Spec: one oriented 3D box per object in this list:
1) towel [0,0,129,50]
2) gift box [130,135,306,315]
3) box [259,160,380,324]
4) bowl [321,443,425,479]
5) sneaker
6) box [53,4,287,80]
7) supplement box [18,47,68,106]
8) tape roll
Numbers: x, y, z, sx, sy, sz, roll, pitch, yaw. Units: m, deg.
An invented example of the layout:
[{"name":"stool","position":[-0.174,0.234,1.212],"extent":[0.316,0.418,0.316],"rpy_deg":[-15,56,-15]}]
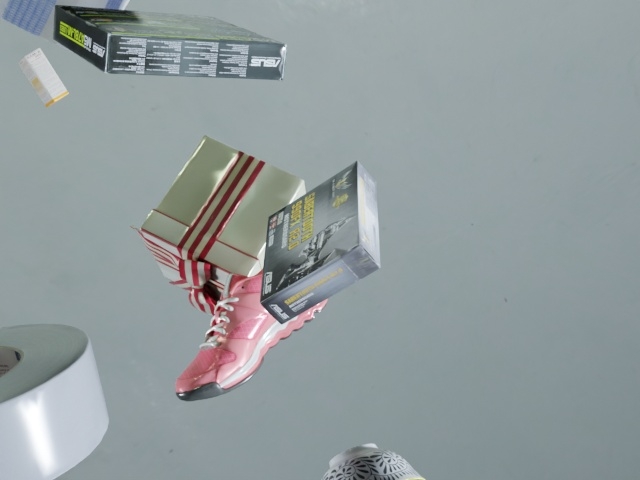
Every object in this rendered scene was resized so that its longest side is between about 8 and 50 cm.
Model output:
[{"name":"towel","position":[-0.367,-0.337,1.253],"extent":[0.285,0.209,0.034],"rpy_deg":[26,57,-17]},{"name":"gift box","position":[-0.191,-0.009,1.957],"extent":[0.276,0.255,0.258],"rpy_deg":[22,68,18]},{"name":"box","position":[0.000,0.000,1.572],"extent":[0.183,0.231,0.056],"rpy_deg":[-32,119,22]},{"name":"bowl","position":[0.061,0.347,1.511],"extent":[0.170,0.170,0.080],"rpy_deg":[-26,66,8]},{"name":"sneaker","position":[-0.132,0.127,1.640],"extent":[0.314,0.116,0.136],"rpy_deg":[-42,107,-33]},{"name":"box","position":[-0.158,-0.204,1.068],"extent":[0.190,0.184,0.045],"rpy_deg":[-3,113,-31]},{"name":"supplement box","position":[-0.520,-0.305,1.946],"extent":[0.036,0.062,0.098],"rpy_deg":[-37,104,-25]},{"name":"tape roll","position":[-0.279,0.136,0.803],"extent":[0.219,0.219,0.072],"rpy_deg":[-9,103,8]}]
